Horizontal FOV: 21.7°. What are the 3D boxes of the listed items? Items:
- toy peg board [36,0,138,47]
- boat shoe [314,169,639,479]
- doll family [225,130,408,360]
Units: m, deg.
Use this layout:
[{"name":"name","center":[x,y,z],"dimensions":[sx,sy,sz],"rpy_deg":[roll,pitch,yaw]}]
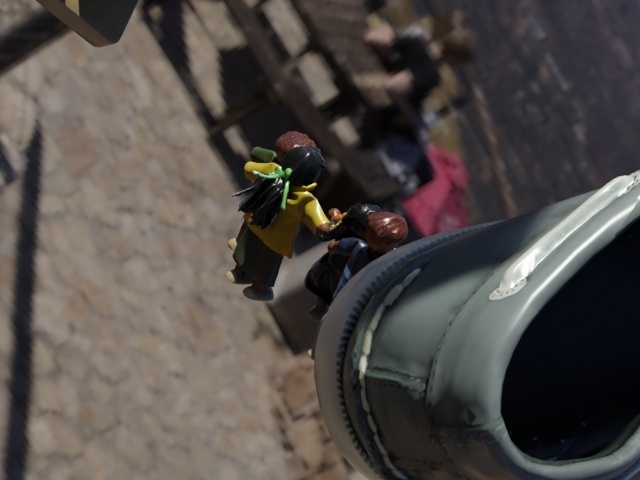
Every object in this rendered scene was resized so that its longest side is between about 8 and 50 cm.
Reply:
[{"name":"toy peg board","center":[-0.107,-0.204,0.771],"dimensions":[0.161,0.079,0.161],"rpy_deg":[39,59,-34]},{"name":"boat shoe","center":[0.158,0.006,0.516],"dimensions":[0.099,0.320,0.116],"rpy_deg":[177,-105,-71]},{"name":"doll family","center":[0.000,0.000,1.034],"dimensions":[0.193,0.111,0.076],"rpy_deg":[40,28,31]}]
